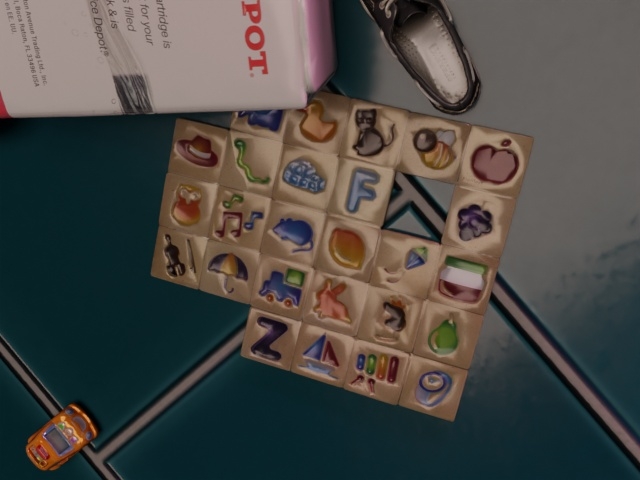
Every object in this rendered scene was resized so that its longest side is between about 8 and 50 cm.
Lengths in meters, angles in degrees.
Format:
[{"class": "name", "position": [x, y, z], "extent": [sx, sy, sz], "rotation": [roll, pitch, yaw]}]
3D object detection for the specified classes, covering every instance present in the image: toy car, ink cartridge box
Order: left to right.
[{"class": "toy car", "position": [-0.192, 0.192, 0.547], "extent": [0.060, 0.040, 0.122], "rotation": [-21, 94, 17]}, {"class": "ink cartridge box", "position": [-0.116, -0.166, 0.405], "extent": [0.237, 0.100, 0.171], "rotation": [0, 114, 13]}]

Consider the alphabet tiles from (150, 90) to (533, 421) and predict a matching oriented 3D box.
[{"class": "alphabet tiles", "position": [0.000, 0.000, 0.480], "extent": [0.237, 0.009, 0.198], "rotation": [15, 104, 11]}]

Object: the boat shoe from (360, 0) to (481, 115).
[{"class": "boat shoe", "position": [0.056, -0.132, 0.425], "extent": [0.046, 0.038, 0.125], "rotation": [-28, 93, 17]}]
